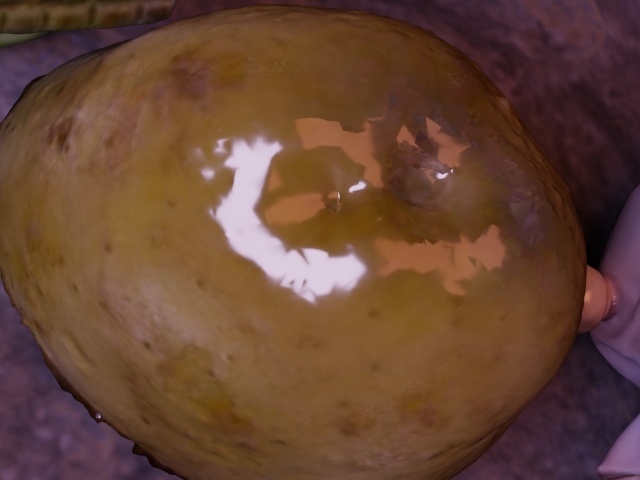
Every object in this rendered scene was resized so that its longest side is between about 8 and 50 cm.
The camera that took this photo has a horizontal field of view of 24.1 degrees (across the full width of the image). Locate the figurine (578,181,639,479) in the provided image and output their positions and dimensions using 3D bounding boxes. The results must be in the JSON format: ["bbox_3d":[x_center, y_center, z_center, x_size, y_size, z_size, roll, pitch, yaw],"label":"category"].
[{"bbox_3d":[0.211,0.067,0.795,0.200,0.133,0.276,17,76,-23],"label":"figurine"}]

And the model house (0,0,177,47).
[{"bbox_3d":[-0.127,-0.183,0.669,0.195,0.214,0.189,-9,95,-36],"label":"model house"}]

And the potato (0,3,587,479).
[{"bbox_3d":[0.000,0.000,0.677,0.242,0.242,0.285,-39,94,-24],"label":"potato"}]
